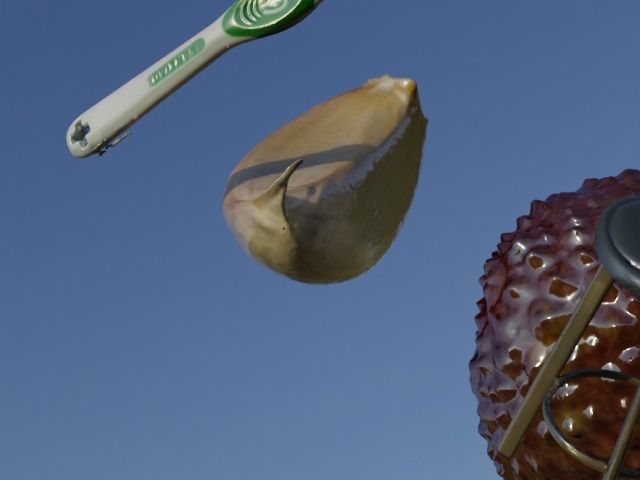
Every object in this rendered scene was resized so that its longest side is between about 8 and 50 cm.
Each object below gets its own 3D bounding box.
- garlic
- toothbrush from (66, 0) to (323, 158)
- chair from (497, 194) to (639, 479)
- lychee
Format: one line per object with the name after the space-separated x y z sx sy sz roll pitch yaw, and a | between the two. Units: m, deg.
0.000 -0.045 1.289 0.164 0.145 0.245 -60 -9 34 | garlic
-0.037 -0.163 1.121 0.418 0.042 0.040 -31 -22 32 | toothbrush
0.160 0.062 0.808 0.104 0.095 0.222 -30 -32 -43 | chair
0.232 0.087 1.093 0.275 0.276 0.304 14 0 -44 | lychee
